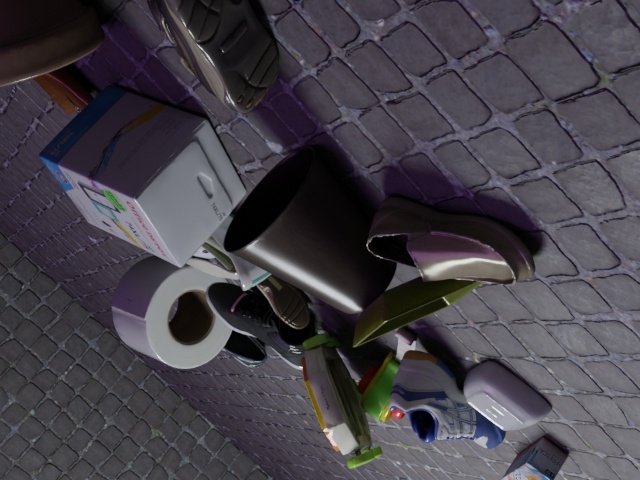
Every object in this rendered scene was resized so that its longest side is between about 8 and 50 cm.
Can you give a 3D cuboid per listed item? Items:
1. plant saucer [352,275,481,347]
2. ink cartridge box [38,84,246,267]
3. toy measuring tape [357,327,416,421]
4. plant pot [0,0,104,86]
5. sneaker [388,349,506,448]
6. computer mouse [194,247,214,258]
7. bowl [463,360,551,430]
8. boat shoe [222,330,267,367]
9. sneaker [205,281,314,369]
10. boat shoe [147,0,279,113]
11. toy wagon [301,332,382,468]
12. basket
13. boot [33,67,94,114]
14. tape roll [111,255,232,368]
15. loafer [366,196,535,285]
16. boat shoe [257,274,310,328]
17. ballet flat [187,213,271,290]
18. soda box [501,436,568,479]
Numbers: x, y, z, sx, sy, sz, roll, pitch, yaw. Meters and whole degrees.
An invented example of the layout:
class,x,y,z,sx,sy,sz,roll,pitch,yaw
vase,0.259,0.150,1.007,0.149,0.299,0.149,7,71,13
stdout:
class,x,y,z,sx,sy,sz,roll,pitch,yaw
plant saucer,0.143,0.090,1.398,0.045,0.188,0.188,65,161,12
ink cartridge box,-0.315,-0.119,1.655,0.270,0.197,0.198,22,152,35
toy measuring tape,0.134,0.280,1.820,0.121,0.121,0.330,33,157,16
plant pot,-0.498,-0.383,1.430,0.263,0.263,0.229,15,130,46
sneaker,0.227,0.328,1.719,0.296,0.131,0.112,41,155,-28
computer mouse,-0.251,0.018,2.018,0.193,0.042,0.106,13,147,47
bowl,0.318,0.282,1.618,0.142,0.053,0.142,37,158,1
boat shoe,-0.246,0.238,2.355,0.254,0.095,0.079,40,159,-5
sneaker,-0.123,0.158,2.013,0.295,0.104,0.147,34,153,11
boat shoe,-0.166,-0.305,1.166,0.130,0.132,0.355,26,153,30
toy wagon,0.050,0.335,1.931,0.344,0.068,0.267,39,-151,-75
basket,0.000,0.000,1.441,0.227,0.204,0.154,39,-178,-26
boot,-0.527,-0.339,1.711,0.280,0.096,0.264,49,156,-23
tape roll,-0.345,0.165,2.179,0.169,0.246,0.246,12,145,50
loafer,0.174,0.017,1.289,0.268,0.092,0.102,17,149,43
boat shoe,-0.090,0.101,1.915,0.190,0.068,0.072,55,169,-17
ballet flat,-0.259,-0.028,1.831,0.400,0.139,0.139,30,156,22
soda box,0.403,0.431,1.749,0.058,0.063,0.183,35,157,11
